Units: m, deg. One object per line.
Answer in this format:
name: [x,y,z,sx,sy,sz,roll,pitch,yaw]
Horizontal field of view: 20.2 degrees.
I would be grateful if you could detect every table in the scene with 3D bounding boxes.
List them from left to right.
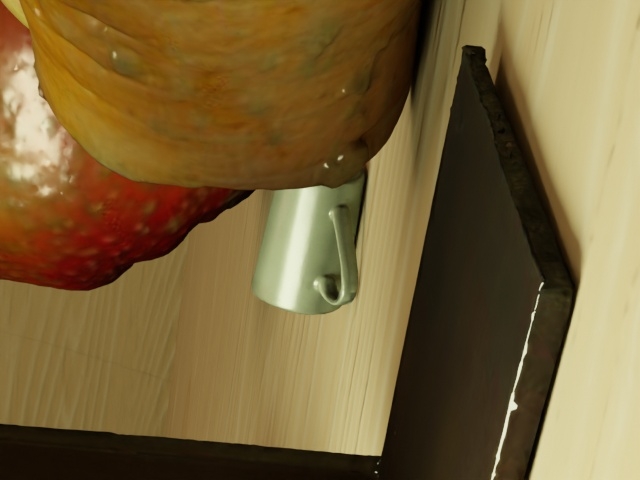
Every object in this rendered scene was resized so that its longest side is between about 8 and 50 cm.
table: [-0.069,0.079,0.650,0.196,0.251,0.282,-94,13,-61]

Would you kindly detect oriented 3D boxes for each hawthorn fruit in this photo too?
hawthorn fruit: [-0.225,-0.170,1.516,0.403,0.403,0.402,-174,90,-83]

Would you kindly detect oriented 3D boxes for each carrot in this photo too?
carrot: [-0.039,-0.179,0.755,0.340,0.224,0.224,99,174,-53]

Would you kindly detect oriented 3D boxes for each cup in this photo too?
cup: [-0.005,-0.001,1.014,0.075,0.054,0.083,-95,15,-64]

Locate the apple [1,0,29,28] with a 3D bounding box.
apple: [-0.057,-0.211,1.022,0.163,0.251,0.293,52,137,45]
